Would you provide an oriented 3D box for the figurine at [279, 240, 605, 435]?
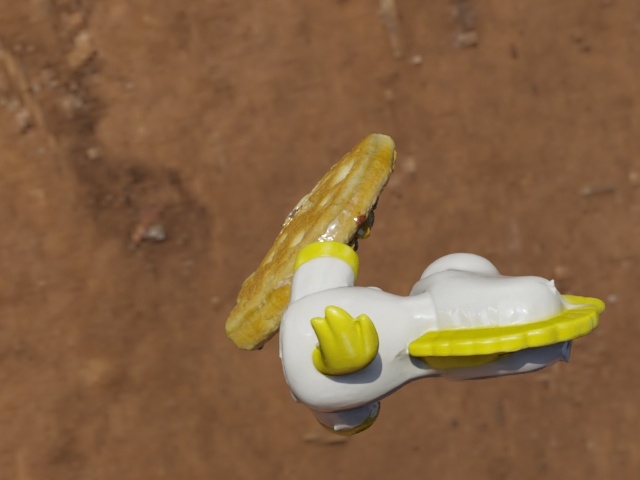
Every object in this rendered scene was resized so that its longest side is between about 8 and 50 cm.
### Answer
[{"bbox_3d":[0.066,0.050,1.037,0.178,0.129,0.109,-4,90,-11],"label":"figurine"}]

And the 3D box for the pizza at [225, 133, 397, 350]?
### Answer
[{"bbox_3d":[0.001,0.002,1.803,0.058,0.127,0.246,42,64,-16],"label":"pizza"}]
